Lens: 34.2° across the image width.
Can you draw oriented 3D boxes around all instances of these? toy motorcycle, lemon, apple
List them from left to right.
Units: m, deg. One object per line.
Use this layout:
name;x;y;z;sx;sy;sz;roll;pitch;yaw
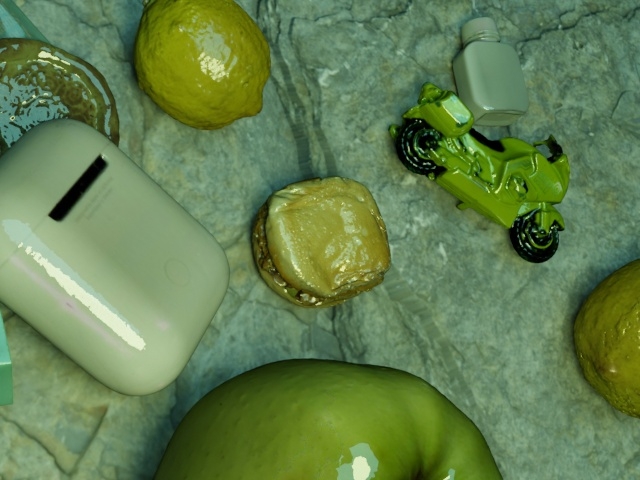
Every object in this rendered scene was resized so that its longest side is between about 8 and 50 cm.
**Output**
lemon;-0.175;-0.266;1.523;0.231;0.192;0.192;44;59;-12
apple;0.011;0.356;1.250;0.474;0.473;0.473;9;68;-22
toy motorcycle;0.284;-0.127;1.711;0.342;0.142;0.206;36;59;-11
lemon;0.553;0.149;1.663;0.310;0.258;0.258;-34;87;-25

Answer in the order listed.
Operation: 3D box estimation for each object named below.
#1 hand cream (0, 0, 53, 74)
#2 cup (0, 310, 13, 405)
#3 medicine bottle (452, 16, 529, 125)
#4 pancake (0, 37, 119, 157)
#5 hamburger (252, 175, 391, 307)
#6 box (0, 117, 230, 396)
hand cream;-0.505;-0.352;1.478;0.312;0.070;0.111;49;60;-6
cup;-0.505;0.148;1.258;0.236;0.148;0.134;-8;101;-23
medicine bottle;0.293;-0.295;1.819;0.119;0.069;0.183;-2;73;-24
pancake;-0.398;-0.170;1.470;0.250;0.031;0.250;8;73;-26
hamburger;-0.001;-0.002;1.550;0.214;0.108;0.213;8;69;-21
box;-0.286;0.017;1.349;0.349;0.141;0.288;43;39;-14
